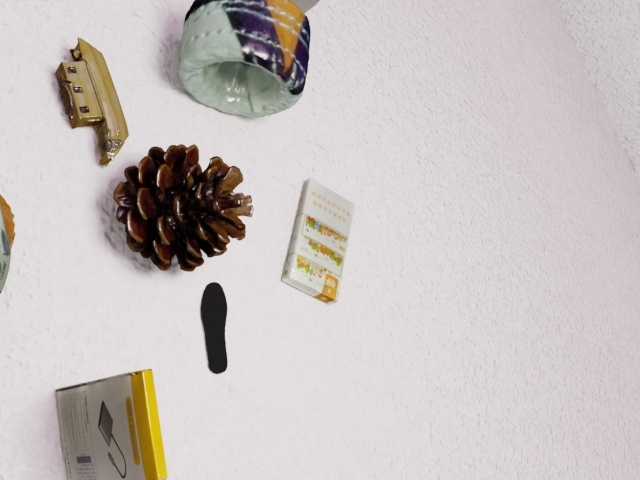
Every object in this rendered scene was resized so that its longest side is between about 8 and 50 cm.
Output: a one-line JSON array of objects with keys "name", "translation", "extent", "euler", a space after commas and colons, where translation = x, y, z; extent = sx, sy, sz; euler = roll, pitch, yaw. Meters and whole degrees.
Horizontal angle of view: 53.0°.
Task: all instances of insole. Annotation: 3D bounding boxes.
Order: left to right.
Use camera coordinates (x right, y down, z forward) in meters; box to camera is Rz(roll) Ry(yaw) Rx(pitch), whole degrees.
[{"name": "insole", "translation": [-0.172, 0.142, 1.056], "extent": [0.053, 0.002, 0.152], "euler": [3, 72, -40]}]

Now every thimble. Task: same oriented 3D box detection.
[{"name": "thimble", "translation": [-0.130, -0.319, 1.122], "extent": [0.237, 0.237, 0.150], "euler": [18, 68, -35]}]

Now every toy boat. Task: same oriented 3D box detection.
[{"name": "toy boat", "translation": [-0.355, -0.212, 0.992], "extent": [0.077, 0.057, 0.200], "euler": [-17, 87, -38]}]

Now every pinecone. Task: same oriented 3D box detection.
[{"name": "pinecone", "translation": [-0.199, -0.054, 0.979], "extent": [0.208, 0.208, 0.207], "euler": [15, 65, -36]}]

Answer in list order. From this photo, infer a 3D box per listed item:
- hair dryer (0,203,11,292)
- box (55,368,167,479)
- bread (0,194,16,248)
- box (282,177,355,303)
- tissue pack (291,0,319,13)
[{"name": "hair dryer", "translation": [-0.406, -0.037, 0.694], "extent": [0.199, 0.068, 0.167], "euler": [66, 16, -62]}, {"name": "box", "translation": [-0.256, 0.233, 0.788], "extent": [0.033, 0.247, 0.129], "euler": [-1, 77, -44]}, {"name": "bread", "translation": [-0.479, -0.007, 0.779], "extent": [0.199, 0.104, 0.199], "euler": [14, 66, -36]}, {"name": "box", "translation": [0.001, 0.000, 1.236], "extent": [0.122, 0.032, 0.220], "euler": [30, 57, -30]}, {"name": "tissue pack", "translation": [-0.098, -0.566, 1.272], "extent": [0.136, 0.159, 0.246], "euler": [11, 67, -40]}]
